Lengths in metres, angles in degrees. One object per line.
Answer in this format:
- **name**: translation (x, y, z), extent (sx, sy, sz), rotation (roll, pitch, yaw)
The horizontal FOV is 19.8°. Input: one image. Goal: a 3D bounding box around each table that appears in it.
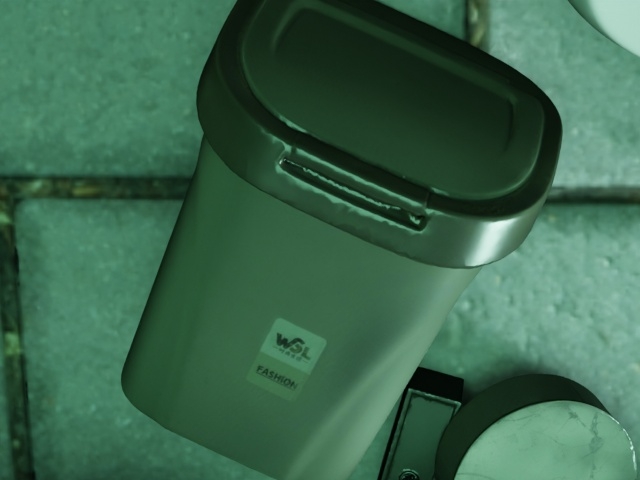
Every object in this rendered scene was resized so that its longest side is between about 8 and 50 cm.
- **table**: translation (0.146, 0.159, 1.250), extent (0.133, 0.043, 0.133), rotation (-6, 115, -13)

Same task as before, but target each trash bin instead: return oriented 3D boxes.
- **trash bin**: translation (0.000, 0.000, 1.159), extent (0.220, 0.219, 0.250), rotation (26, 116, 0)

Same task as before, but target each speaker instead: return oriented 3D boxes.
- **speaker**: translation (0.056, 0.185, 1.291), extent (0.040, 0.046, 0.191), rotation (16, 109, 2)

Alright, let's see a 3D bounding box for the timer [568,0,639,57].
- **timer**: translation (0.248, -0.257, 1.046), extent (0.285, 0.285, 0.285), rotation (2, 108, 6)
